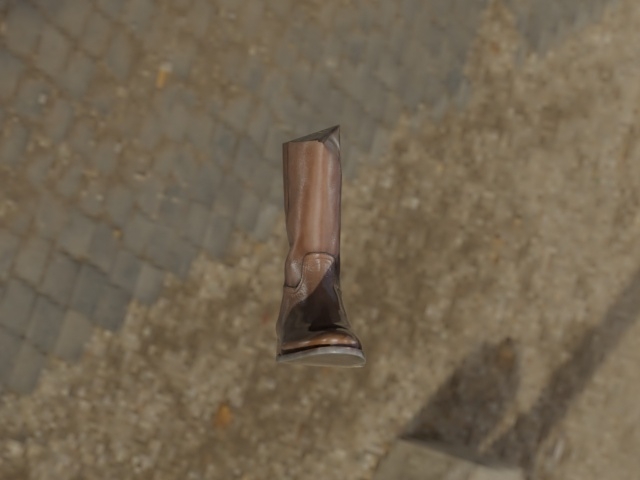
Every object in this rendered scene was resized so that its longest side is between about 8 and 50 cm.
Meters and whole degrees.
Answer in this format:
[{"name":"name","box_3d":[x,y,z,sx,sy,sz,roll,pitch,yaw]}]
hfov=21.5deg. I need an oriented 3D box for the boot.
[{"name":"boot","box_3d":[0.000,0.000,0.768,0.106,0.037,0.114,172,-77,-74]}]
